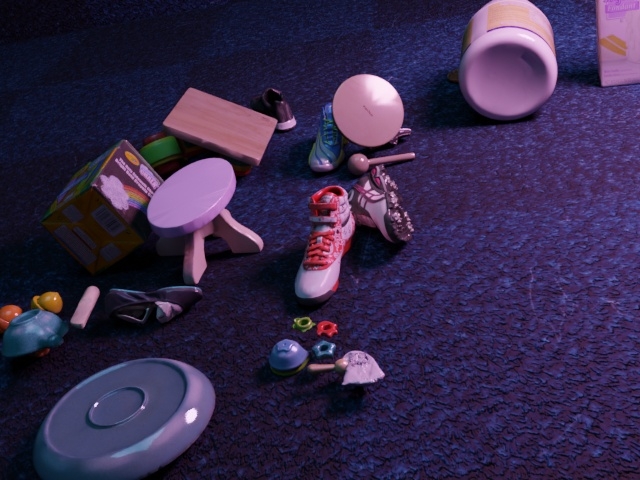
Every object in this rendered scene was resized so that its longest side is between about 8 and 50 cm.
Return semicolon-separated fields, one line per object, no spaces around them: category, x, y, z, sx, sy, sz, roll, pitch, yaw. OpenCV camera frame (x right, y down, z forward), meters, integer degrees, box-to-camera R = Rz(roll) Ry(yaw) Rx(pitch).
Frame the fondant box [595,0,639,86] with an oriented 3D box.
fondant box;0.815;-0.562;2.013;0.238;0.331;0.096;-4;33;17

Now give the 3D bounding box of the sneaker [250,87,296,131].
sneaker;-0.144;-0.397;2.331;0.078;0.106;0.234;-24;33;-18

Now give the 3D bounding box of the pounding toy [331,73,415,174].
pounding toy;0.112;-0.283;2.005;0.182;0.237;0.110;-15;-4;-15

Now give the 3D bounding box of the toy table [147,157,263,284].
toy table;-0.260;-0.043;1.768;0.252;0.161;0.274;5;37;26

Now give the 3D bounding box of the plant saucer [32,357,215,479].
plant saucer;-0.335;0.291;1.357;0.317;0.044;0.318;-12;27;6

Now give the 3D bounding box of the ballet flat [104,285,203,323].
ballet flat;-0.335;0.133;1.618;0.203;0.074;0.074;-2;33;7

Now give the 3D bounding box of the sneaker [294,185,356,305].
sneaker;-0.001;0.000;1.616;0.090;0.145;0.270;1;35;22

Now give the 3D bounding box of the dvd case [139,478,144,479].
dvd case;-0.327;0.429;1.183;0.180;0.022;0.253;-24;33;-17

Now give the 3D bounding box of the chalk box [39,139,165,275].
chalk box;-0.479;-0.095;1.868;0.179;0.180;0.289;-30;24;23

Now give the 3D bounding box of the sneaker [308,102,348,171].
sneaker;0.017;-0.274;2.057;0.091;0.126;0.240;-3;33;17

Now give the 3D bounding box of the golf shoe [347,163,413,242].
golf shoe;0.122;-0.057;1.728;0.120;0.105;0.273;-28;26;10

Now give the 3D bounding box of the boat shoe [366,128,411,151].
boat shoe;0.173;-0.255;2.053;0.125;0.038;0.046;-13;-10;-10

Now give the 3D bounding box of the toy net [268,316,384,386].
toy net;0.021;0.203;1.389;0.232;0.045;0.122;15;40;36

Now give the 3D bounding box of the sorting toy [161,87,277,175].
sorting toy;-0.267;-0.275;2.122;0.257;0.089;0.255;20;32;-4

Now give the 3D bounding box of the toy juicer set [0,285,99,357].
toy juicer set;-0.554;0.174;1.621;0.328;0.090;0.209;-12;18;19

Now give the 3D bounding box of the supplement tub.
supplement tub;0.486;-0.483;2.100;0.240;0.241;0.331;-3;33;16

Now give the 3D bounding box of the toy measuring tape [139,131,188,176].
toy measuring tape;-0.373;-0.252;2.185;0.330;0.122;0.121;-24;33;-26

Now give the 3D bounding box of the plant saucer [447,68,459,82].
plant saucer;0.409;-0.476;2.332;0.083;0.013;0.083;-10;31;6
